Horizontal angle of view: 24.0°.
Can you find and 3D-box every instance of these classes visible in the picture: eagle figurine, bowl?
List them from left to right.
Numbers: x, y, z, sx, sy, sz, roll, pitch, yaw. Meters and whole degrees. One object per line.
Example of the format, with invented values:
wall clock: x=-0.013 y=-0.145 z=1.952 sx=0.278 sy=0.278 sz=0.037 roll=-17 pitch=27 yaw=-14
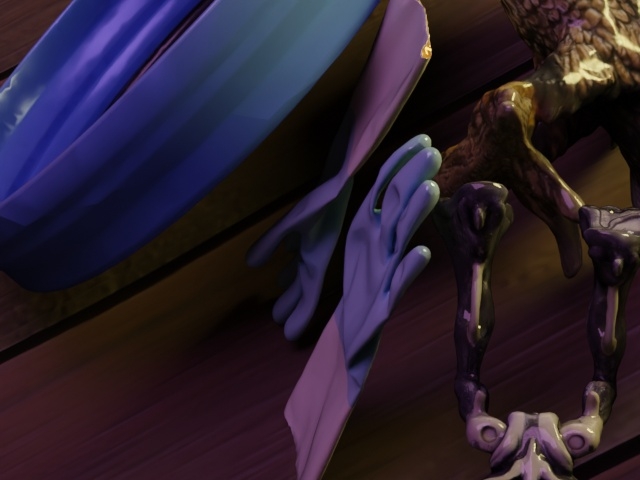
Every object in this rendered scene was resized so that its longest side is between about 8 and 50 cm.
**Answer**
bowl: x=-0.084 y=-0.129 z=0.926 sx=0.391 sy=0.077 sz=0.391 roll=-40 pitch=22 yaw=20
eagle figurine: x=0.154 y=-0.145 z=0.813 sx=0.226 sy=0.225 sz=0.298 roll=15 pitch=60 yaw=36

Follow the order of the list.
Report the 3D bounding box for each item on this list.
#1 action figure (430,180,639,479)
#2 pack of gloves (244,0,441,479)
action figure: x=0.102 y=0.119 z=0.676 sx=0.164 sy=0.141 sz=0.275 roll=1 pitch=78 yaw=19
pack of gloves: x=0.000 y=0.000 z=0.783 sx=0.046 sy=0.232 sz=0.195 roll=12 pitch=41 yaw=-13
